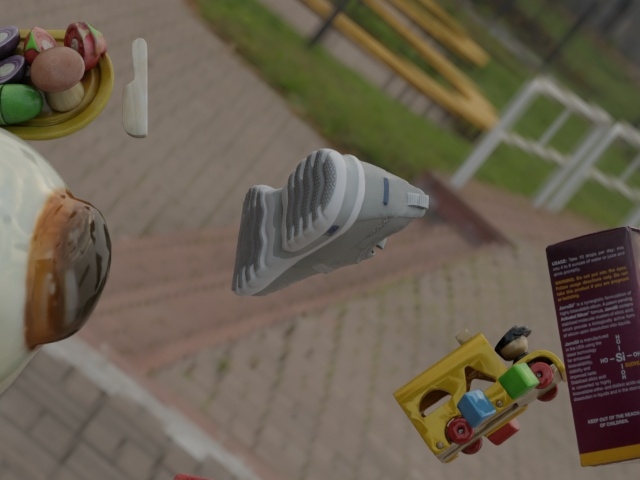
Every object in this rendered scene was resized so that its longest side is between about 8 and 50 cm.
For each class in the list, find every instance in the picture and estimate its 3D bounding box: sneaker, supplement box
[{"bbox_3d":[0.000,0.000,1.769,0.115,0.105,0.281,13,-15,-20],"label":"sneaker"},{"bbox_3d":[0.259,0.089,1.625,0.104,0.081,0.188,6,73,-54],"label":"supplement box"}]

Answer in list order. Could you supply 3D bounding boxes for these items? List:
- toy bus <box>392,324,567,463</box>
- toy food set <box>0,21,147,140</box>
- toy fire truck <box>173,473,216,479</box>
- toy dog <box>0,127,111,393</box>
[{"bbox_3d":[0.173,0.144,2.051,0.202,0.191,0.104,-19,68,-43],"label":"toy bus"},{"bbox_3d":[-0.270,-0.165,1.854,0.071,0.218,0.128,78,15,-58],"label":"toy food set"},{"bbox_3d":[-0.134,0.211,1.161,0.047,0.192,0.135,51,38,-66],"label":"toy fire truck"},{"bbox_3d":[-0.341,0.030,1.269,0.285,0.395,0.408,19,20,35],"label":"toy dog"}]
